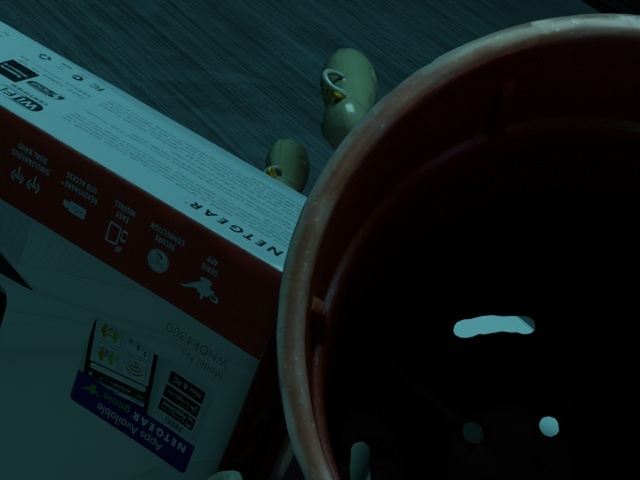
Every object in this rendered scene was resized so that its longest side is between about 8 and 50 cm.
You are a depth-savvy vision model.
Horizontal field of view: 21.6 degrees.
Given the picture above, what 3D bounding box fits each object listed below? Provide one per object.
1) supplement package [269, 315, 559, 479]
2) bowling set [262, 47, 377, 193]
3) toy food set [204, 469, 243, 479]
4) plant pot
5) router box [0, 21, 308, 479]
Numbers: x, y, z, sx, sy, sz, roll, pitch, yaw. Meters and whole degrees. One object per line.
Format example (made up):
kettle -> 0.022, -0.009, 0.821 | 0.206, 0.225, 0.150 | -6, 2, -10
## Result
supplement package -> 0.055, 0.148, 1.021 | 0.149, 0.203, 0.194 | 3, 28, -44
bowling set -> 0.000, 0.000, 1.441 | 0.287, 0.200, 0.154 | 62, 14, -23
toy food set -> -0.204, 0.155, 0.678 | 0.306, 0.220, 0.092 | 3, 56, -43
plant pot -> 0.108, 0.079, 0.749 | 0.272, 0.272, 0.265 | 25, -18, 3
router box -> -0.178, 0.052, 0.861 | 0.335, 0.301, 0.082 | 29, 27, 17
